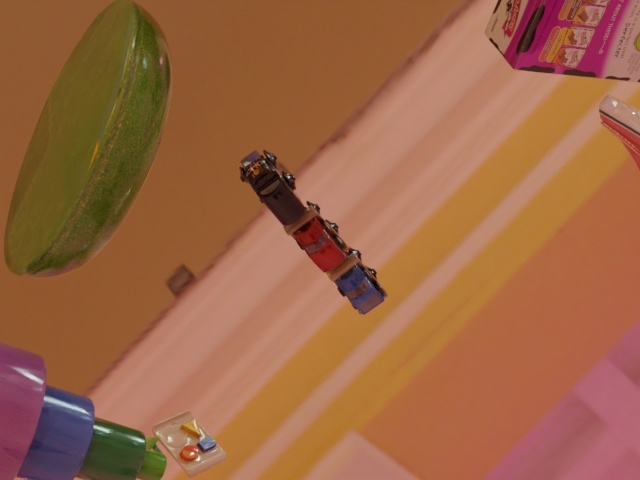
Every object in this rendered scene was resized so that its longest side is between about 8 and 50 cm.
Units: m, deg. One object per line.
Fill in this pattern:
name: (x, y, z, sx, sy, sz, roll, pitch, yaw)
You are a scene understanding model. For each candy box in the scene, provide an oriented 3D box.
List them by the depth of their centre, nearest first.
candy box: (0.288, -0.230, 1.208, 0.233, 0.071, 0.159, 3, -52, -26)

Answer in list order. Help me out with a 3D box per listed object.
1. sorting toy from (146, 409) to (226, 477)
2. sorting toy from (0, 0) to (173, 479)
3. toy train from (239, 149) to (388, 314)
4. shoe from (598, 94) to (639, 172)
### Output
sorting toy: (-0.130, 0.193, 1.232, 0.083, 0.062, 0.012, -17, -28, -54)
sorting toy: (-0.052, -0.048, 0.586, 0.126, 0.127, 0.366, 22, -91, -25)
toy train: (0.000, 0.000, 0.833, 0.027, 0.036, 0.158, -37, -49, 6)
shoe: (0.288, -0.042, 1.085, 0.081, 0.178, 0.063, -56, -17, 16)
